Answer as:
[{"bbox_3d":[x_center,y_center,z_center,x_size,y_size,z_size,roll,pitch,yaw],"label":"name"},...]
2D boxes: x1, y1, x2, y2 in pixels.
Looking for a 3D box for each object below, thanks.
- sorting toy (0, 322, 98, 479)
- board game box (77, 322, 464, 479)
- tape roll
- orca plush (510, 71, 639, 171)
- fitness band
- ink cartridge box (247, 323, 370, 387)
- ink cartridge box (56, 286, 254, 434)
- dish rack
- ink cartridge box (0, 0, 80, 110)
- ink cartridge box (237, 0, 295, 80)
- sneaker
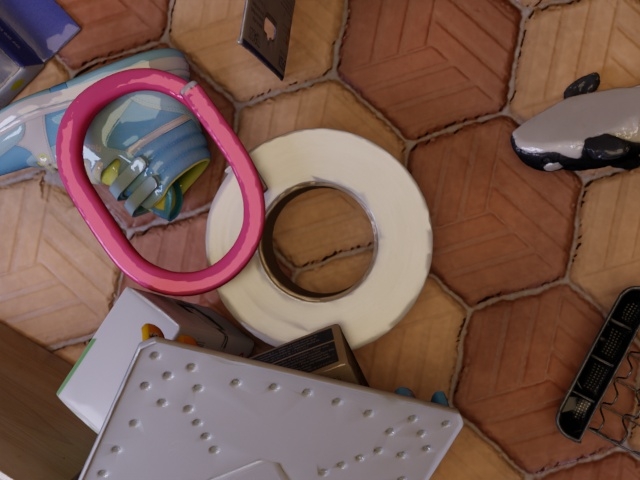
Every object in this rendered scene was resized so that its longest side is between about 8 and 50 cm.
[{"bbox_3d":[-0.393,0.228,1.453,0.257,0.255,0.089,30,112,8],"label":"sorting toy"},{"bbox_3d":[-0.088,0.290,1.378,0.390,0.050,0.390,16,120,-21],"label":"board game box"},{"bbox_3d":[0.000,0.000,1.488,0.286,0.100,0.286,0,91,5],"label":"tape roll"},{"bbox_3d":[0.386,-0.143,1.478,0.287,0.102,0.151,-30,43,-5],"label":"orca plush"},{"bbox_3d":[-0.189,-0.071,1.414,0.209,0.054,0.290,-34,86,-3],"label":"fitness band"},{"bbox_3d":[-0.019,0.239,1.445,0.193,0.088,0.234,-21,124,6],"label":"ink cartridge box"},{"bbox_3d":[-0.195,0.156,1.443,0.093,0.219,0.160,35,93,22],"label":"ink cartridge box"},{"bbox_3d":[0.449,0.199,1.464,0.272,0.074,0.208,27,94,3],"label":"dish rack"},{"bbox_3d":[-0.531,-0.280,1.548,0.307,0.072,0.303,-45,87,6],"label":"ink cartridge box"},{"bbox_3d":[-0.068,-0.372,1.376,0.072,0.324,0.330,11,91,6],"label":"ink cartridge box"},{"bbox_3d":[-0.289,-0.096,1.500,0.319,0.127,0.208,-22,87,6],"label":"sneaker"}]
